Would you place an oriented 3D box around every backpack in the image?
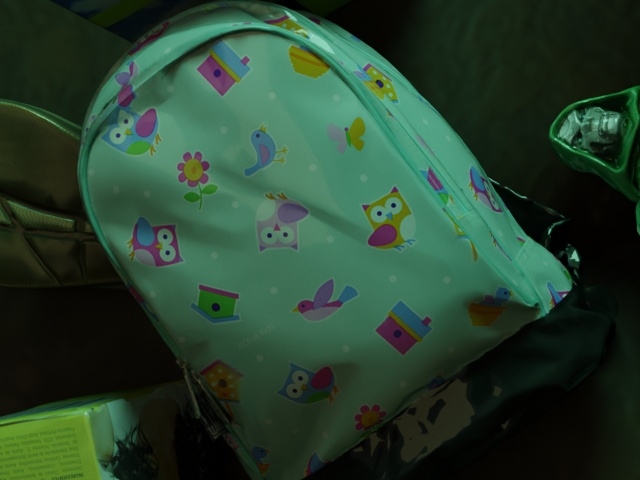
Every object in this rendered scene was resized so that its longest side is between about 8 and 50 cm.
[{"bbox_3d":[0.000,0.000,0.645,0.152,0.115,0.182,-36,92,4],"label":"backpack"}]

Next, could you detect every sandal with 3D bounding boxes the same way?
[{"bbox_3d":[-0.082,-0.016,0.730,0.180,0.049,0.072,5,95,5],"label":"sandal"}]

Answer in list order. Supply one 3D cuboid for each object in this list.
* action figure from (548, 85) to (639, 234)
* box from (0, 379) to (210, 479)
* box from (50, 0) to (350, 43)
[{"bbox_3d":[0.181,-0.039,0.615,0.232,0.063,0.137,-5,64,35],"label":"action figure"},{"bbox_3d":[-0.064,0.170,0.658,0.058,0.087,0.232,-10,91,22],"label":"box"},{"bbox_3d":[-0.034,-0.113,0.652,0.109,0.178,0.042,-29,75,14],"label":"box"}]
